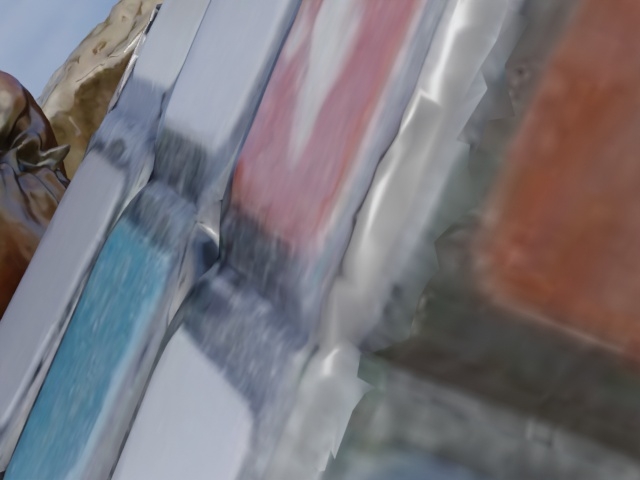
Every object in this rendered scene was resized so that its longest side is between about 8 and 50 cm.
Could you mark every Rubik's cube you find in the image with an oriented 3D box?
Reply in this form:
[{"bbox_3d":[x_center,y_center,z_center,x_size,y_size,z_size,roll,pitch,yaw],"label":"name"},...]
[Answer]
[{"bbox_3d":[0.087,0.104,0.523,0.362,0.363,0.359,-65,15,-1],"label":"Rubik's cube"}]

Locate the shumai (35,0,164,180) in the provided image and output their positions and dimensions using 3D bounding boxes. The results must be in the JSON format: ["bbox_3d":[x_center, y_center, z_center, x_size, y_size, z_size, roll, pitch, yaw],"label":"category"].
[{"bbox_3d":[0.000,0.000,0.966,0.267,0.262,0.314,-32,-19,-24],"label":"shumai"}]

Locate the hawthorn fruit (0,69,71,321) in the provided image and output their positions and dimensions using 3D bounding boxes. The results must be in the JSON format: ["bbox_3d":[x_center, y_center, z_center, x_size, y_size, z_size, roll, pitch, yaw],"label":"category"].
[{"bbox_3d":[-0.164,0.019,0.704,0.189,0.149,0.149,-56,-16,6],"label":"hawthorn fruit"}]
